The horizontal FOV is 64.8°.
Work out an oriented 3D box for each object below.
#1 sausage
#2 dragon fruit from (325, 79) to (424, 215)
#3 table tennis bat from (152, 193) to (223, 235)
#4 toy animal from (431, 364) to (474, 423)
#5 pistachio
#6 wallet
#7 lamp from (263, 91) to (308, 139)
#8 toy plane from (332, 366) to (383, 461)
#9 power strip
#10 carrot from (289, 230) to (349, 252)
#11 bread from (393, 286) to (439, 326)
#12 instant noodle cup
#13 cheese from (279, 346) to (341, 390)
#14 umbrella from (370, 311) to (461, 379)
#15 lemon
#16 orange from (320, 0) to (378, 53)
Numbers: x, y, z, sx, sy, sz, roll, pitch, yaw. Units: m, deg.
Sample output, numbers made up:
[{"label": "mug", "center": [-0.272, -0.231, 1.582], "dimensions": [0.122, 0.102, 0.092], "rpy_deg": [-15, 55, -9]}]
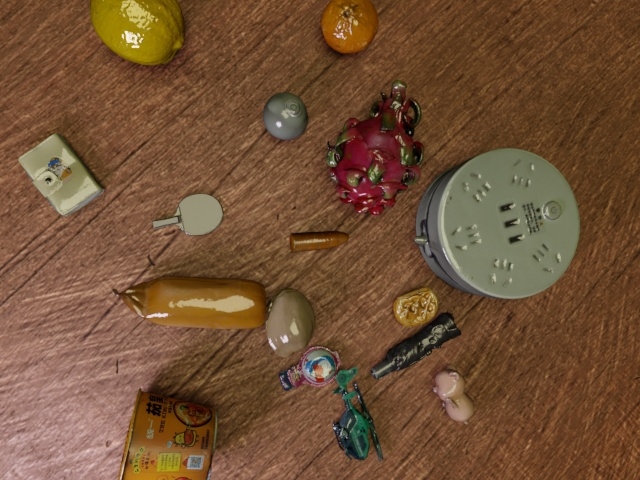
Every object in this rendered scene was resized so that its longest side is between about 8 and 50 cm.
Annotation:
[{"label": "sausage", "center": [-0.278, 0.133, 1.092], "dimensions": [0.327, 0.112, 0.112], "rpy_deg": [4, 87, -7]}, {"label": "dragon fruit", "center": [0.135, -0.197, 1.130], "dimensions": [0.273, 0.218, 0.198], "rpy_deg": [-44, 139, -12]}, {"label": "table tennis bat", "center": [-0.299, -0.053, 1.142], "dimensions": [0.157, 0.014, 0.095], "rpy_deg": [-14, 91, -10]}, {"label": "toy animal", "center": [0.314, 0.361, 1.179], "dimensions": [0.089, 0.083, 0.150], "rpy_deg": [-26, 103, -21]}, {"label": "pistachio", "center": [-0.068, 0.181, 1.120], "dimensions": [0.112, 0.113, 0.149], "rpy_deg": [-9, 80, -8]}, {"label": "wallet", "center": [-0.563, -0.139, 1.097], "dimensions": [0.110, 0.039, 0.155], "rpy_deg": [-38, 93, -11]}, {"label": "lamp", "center": [-0.078, -0.280, 1.137], "dimensions": [0.105, 0.105, 0.105], "rpy_deg": [0, 88, -8]}, {"label": "toy plane", "center": [0.076, 0.410, 1.153], "dimensions": [0.096, 0.060, 0.235], "rpy_deg": [-19, 94, -16]}, {"label": "power strip", "center": [0.392, -0.031, 1.162], "dimensions": [0.356, 0.161, 0.358], "rpy_deg": [0, 88, -8]}, {"label": "carrot", "center": [0.000, 0.000, 1.164], "dimensions": [0.139, 0.048, 0.048], "rpy_deg": [-6, 88, -9]}, {"label": "bread", "center": [0.226, 0.158, 1.191], "dimensions": [0.110, 0.044, 0.083], "rpy_deg": [-20, 94, -7]}, {"label": "instant noodle cup", "center": [-0.311, 0.421, 1.033], "dimensions": [0.172, 0.215, 0.216], "rpy_deg": [12, 86, -16]}, {"label": "cheese", "center": [-0.022, 0.296, 1.153], "dimensions": [0.145, 0.038, 0.095], "rpy_deg": [-22, 91, -9]}, {"label": "umbrella", "center": [0.219, 0.250, 1.181], "dimensions": [0.235, 0.059, 0.066], "rpy_deg": [-29, 69, -6]}, {"label": "lemon", "center": [-0.384, -0.469, 1.070], "dimensions": [0.192, 0.180, 0.181], "rpy_deg": [5, 87, -7]}, {"label": "orange", "center": [0.069, -0.501, 1.160], "dimensions": [0.135, 0.117, 0.136], "rpy_deg": [-1, 94, -12]}]
